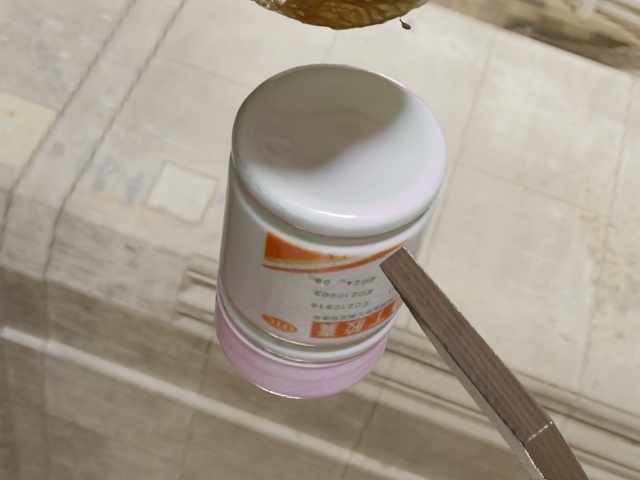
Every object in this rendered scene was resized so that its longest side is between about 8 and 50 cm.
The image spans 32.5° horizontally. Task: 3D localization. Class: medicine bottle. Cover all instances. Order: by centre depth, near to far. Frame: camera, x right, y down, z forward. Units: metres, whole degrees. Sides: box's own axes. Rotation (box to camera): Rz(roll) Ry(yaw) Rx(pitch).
[{"bbox_3d":[0.000,0.000,1.102,0.316,0.202,0.202,102,8,-53],"label":"medicine bottle"}]

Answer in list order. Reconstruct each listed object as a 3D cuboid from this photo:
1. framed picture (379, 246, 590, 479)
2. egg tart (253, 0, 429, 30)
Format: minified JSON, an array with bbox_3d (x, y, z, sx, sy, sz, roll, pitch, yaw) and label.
[{"bbox_3d":[0.105,0.091,0.664,0.023,0.128,0.168,-36,-138,-1],"label":"framed picture"},{"bbox_3d":[-0.002,-0.235,0.789,0.319,0.318,0.128,98,5,-83],"label":"egg tart"}]
